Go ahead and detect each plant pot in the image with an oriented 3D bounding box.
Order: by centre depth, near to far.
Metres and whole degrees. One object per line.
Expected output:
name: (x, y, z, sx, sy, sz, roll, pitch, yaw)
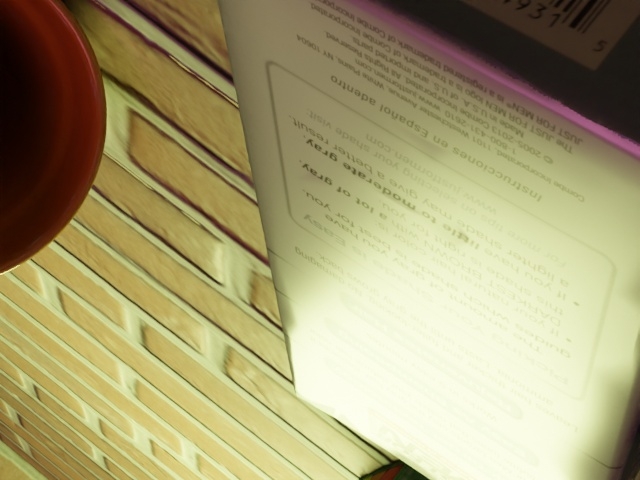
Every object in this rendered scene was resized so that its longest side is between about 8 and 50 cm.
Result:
plant pot: (-0.259, -0.090, 0.879, 0.205, 0.205, 0.188, 51, 171, -25)

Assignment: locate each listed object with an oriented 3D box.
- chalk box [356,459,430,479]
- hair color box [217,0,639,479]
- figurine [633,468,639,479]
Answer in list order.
chalk box: (0.058, 0.299, 1.109, 0.289, 0.179, 0.180, 42, 159, -1)
hair color box: (0.078, -0.002, 0.580, 0.185, 0.113, 0.374, 32, 156, 21)
figurine: (0.227, 0.064, 0.435, 0.209, 0.092, 0.215, 27, 126, 16)
